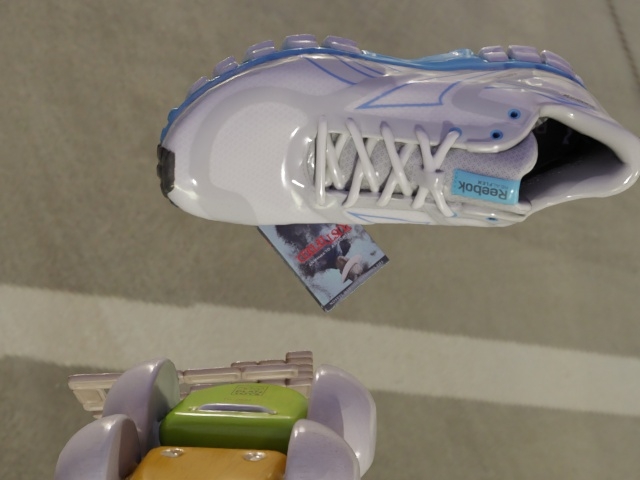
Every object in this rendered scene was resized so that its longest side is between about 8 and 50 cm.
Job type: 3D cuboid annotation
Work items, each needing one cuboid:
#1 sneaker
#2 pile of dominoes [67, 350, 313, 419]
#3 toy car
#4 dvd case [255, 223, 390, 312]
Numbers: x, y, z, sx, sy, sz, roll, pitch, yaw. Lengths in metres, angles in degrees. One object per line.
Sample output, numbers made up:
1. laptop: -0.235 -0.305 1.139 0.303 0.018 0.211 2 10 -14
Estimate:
1. sneaker: 0.036 -0.035 0.465 0.191 0.071 0.083 -9 27 -20
2. pile of dominoes: -0.134 0.155 1.353 0.251 0.196 0.040 -2 68 -3
3. toy car: -0.052 0.148 0.703 0.159 0.136 0.182 1 17 8
4. dvd case: 0.000 0.000 1.240 0.087 0.013 0.119 -38 89 -20
